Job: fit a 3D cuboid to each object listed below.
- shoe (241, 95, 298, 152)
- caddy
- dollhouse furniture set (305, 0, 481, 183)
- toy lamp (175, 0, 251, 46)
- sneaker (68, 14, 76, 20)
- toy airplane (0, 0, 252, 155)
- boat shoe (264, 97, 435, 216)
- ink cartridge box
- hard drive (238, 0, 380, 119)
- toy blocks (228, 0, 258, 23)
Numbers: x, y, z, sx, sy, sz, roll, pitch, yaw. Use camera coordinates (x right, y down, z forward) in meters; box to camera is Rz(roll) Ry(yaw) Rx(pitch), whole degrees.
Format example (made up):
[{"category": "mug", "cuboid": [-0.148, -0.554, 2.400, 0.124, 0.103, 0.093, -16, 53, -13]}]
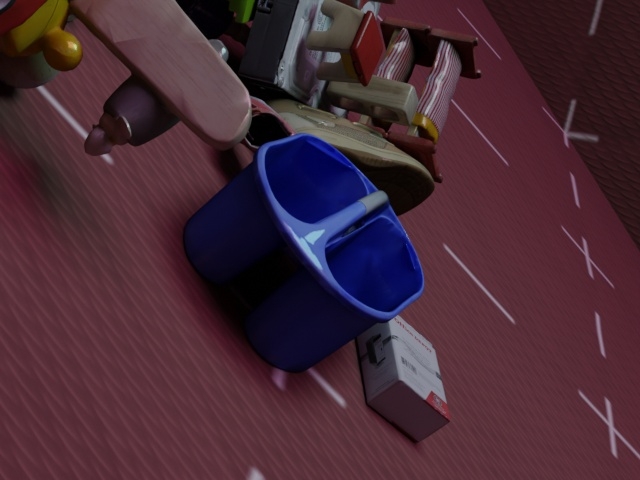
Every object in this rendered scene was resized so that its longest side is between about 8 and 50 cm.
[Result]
[{"category": "shoe", "cuboid": [-0.079, -0.145, 1.892, 0.178, 0.063, 0.081, 38, -2, 31]}, {"category": "caddy", "cuboid": [0.000, 0.000, 1.729, 0.241, 0.179, 0.341, 54, 20, 2]}, {"category": "dollhouse furniture set", "cuboid": [0.114, -0.255, 2.123, 0.152, 0.201, 0.374, 16, -18, 16]}, {"category": "toy lamp", "cuboid": [-0.109, -0.291, 2.132, 0.274, 0.080, 0.080, 24, 34, -52]}, {"category": "sneaker", "cuboid": [-0.316, -0.300, 1.719, 0.152, 0.058, 0.084, -8, 71, -60]}, {"category": "toy airplane", "cuboid": [-0.258, -0.265, 1.481, 0.384, 0.272, 0.386, 9, 53, -17]}, {"category": "boat shoe", "cuboid": [0.042, -0.120, 2.107, 0.341, 0.121, 0.110, 21, 37, -53]}, {"category": "ink cartridge box", "cuboid": [0.100, 0.165, 1.845, 0.099, 0.056, 0.135, 41, 23, -29]}, {"category": "hard drive", "cuboid": [-0.003, -0.298, 2.097, 0.064, 0.237, 0.339, 15, -3, 18]}, {"category": "toy blocks", "cuboid": [-0.185, -0.414, 1.974, 0.261, 0.191, 0.381, 18, 18, 13]}]
